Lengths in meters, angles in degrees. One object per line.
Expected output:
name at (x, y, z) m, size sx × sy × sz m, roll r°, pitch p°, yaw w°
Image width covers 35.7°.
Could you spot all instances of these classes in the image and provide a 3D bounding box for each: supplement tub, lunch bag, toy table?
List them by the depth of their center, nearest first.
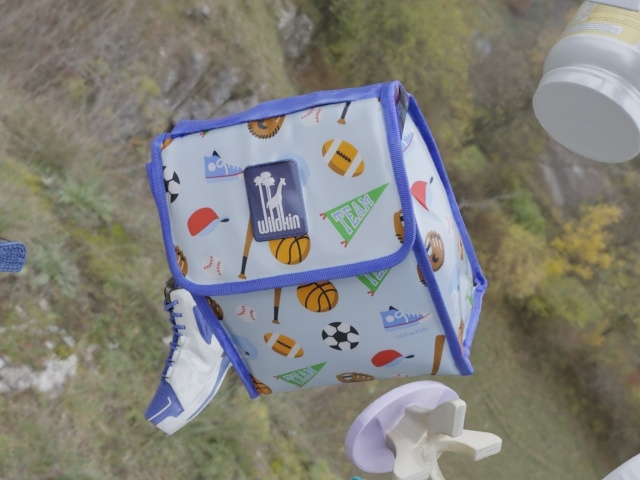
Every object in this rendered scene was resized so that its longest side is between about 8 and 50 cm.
lunch bag at (0.000, 0.000, 1.241) m, size 0.239 × 0.328 × 0.385 m, roll -74°, pitch 148°, yaw -50°
supplement tub at (0.541, -0.325, 1.741) m, size 0.241 × 0.331 × 0.241 m, roll 32°, pitch -19°, yaw 12°
toy table at (0.200, 0.378, 1.866) m, size 0.274 × 0.252 × 0.161 m, roll -23°, pitch 33°, yaw -29°

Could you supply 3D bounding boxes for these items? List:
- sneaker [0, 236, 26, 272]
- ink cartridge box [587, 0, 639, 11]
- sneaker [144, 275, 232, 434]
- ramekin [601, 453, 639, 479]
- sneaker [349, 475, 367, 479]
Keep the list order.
sneaker at (-0.612, 0.018, 1.747) m, size 0.232 × 0.091 × 0.081 m, roll 39°, pitch 58°, yaw -75°
ink cartridge box at (0.353, -0.440, 1.333) m, size 0.223 × 0.223 × 0.045 m, roll 13°, pitch 25°, yaw 0°
sneaker at (-0.225, 0.162, 1.733) m, size 0.182 × 0.315 × 0.127 m, roll 40°, pitch -7°, yaw -12°
ramekin at (0.585, 0.469, 1.734) m, size 0.277 × 0.277 × 0.135 m, roll 22°, pitch 28°, yaw -49°
sneaker at (0.065, 0.559, 2.042) m, size 0.110 × 0.107 × 0.275 m, roll 28°, pitch 10°, yaw 13°
